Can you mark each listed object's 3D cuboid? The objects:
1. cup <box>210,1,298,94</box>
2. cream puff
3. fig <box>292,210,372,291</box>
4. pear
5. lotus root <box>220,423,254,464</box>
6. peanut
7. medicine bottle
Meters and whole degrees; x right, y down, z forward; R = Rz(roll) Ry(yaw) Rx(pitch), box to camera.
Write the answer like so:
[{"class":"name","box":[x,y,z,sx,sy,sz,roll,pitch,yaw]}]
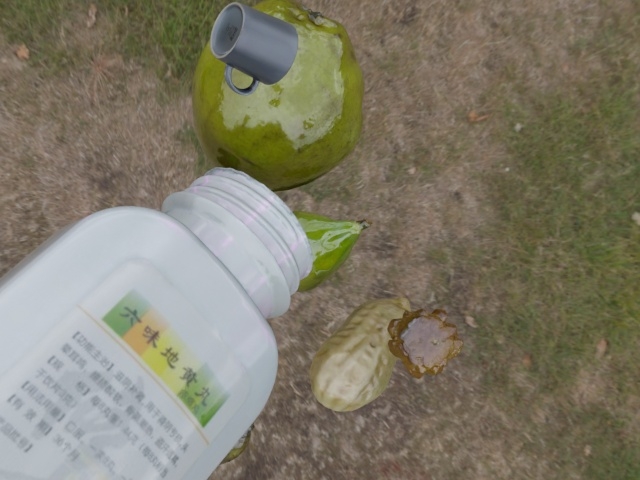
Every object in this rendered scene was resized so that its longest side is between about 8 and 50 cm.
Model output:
[{"class":"cup","box":[-0.085,-0.222,0.849,0.077,0.078,0.100,14,108,-41]},{"class":"cream puff","box":[0.166,0.167,1.173,0.122,0.094,0.116,13,70,3]},{"class":"fig","box":[-0.030,-0.005,1.915,0.233,0.233,0.314,25,129,-10]},{"class":"pear","box":[-0.088,-0.270,1.436,0.352,0.413,0.352,12,47,-13]},{"class":"lotus root","box":[-0.278,0.423,1.612,0.152,0.275,0.160,33,50,-34]},{"class":"peanut","box":[0.113,0.260,1.705,0.169,0.387,0.192,20,128,25]},{"class":"medicine bottle","box":[-0.140,0.090,0.461,0.179,0.124,0.324,51,60,-17]}]
